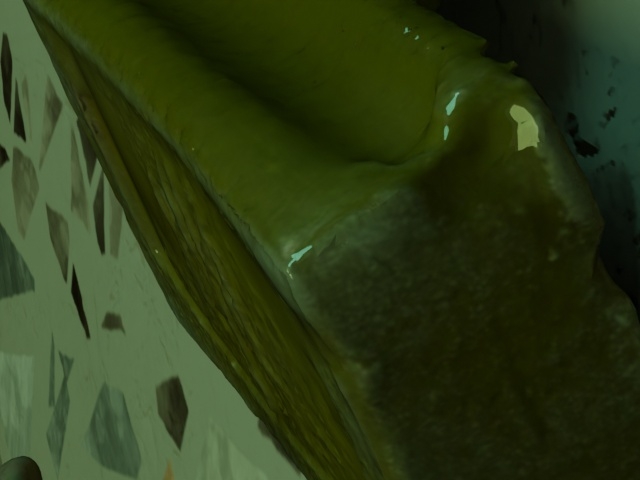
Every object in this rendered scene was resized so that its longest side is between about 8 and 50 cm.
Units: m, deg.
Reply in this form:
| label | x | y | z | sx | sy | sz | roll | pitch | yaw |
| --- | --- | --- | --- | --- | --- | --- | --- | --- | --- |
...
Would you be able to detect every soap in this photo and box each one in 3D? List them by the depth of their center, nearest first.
| label | x | y | z | sx | sy | sz | roll | pitch | yaw |
| --- | --- | --- | --- | --- | --- | --- | --- | --- | --- |
| soap | 0.000 | 0.000 | 0.630 | 0.315 | 0.091 | 0.199 | 46 | 163 | 57 |

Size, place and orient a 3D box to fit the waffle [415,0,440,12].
| label | x | y | z | sx | sy | sz | roll | pitch | yaw |
| --- | --- | --- | --- | --- | --- | --- | --- | --- | --- |
| waffle | -0.008 | -0.235 | 0.634 | 0.312 | 0.060 | 0.307 | 85 | 170 | -56 |

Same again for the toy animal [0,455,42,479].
| label | x | y | z | sx | sy | sz | roll | pitch | yaw |
| --- | --- | --- | --- | --- | --- | --- | --- | --- | --- |
| toy animal | -0.024 | 0.226 | 0.639 | 0.326 | 0.269 | 0.237 | -52 | -21 | -61 |
